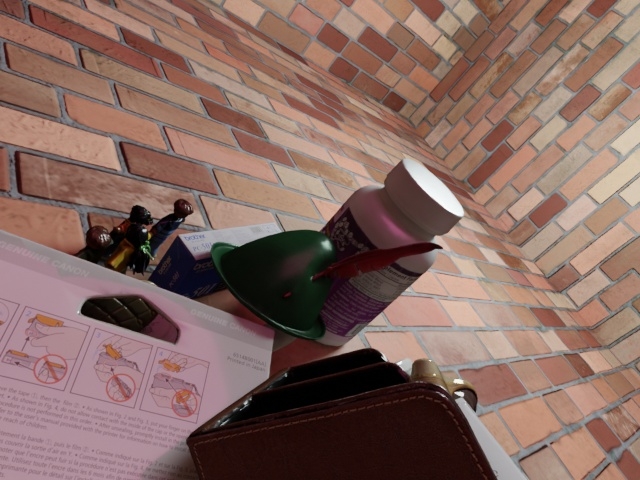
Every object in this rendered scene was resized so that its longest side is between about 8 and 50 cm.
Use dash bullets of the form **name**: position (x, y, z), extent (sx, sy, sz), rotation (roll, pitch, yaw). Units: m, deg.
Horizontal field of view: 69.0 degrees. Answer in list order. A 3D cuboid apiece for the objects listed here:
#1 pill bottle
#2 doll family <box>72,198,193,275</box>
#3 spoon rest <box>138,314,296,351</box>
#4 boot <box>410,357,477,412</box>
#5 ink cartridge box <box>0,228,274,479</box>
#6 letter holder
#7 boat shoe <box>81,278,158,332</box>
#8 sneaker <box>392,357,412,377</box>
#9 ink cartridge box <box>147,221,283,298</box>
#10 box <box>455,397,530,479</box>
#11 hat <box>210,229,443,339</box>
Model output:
- **pill bottle**: position (0.077, 0.020, 0.751), extent (0.169, 0.302, 0.169), rotation (32, 27, -19)
- **doll family**: position (-0.230, 0.000, 0.576), extent (0.076, 0.111, 0.193), rotation (36, 26, -11)
- **spoon rest**: position (-0.158, 0.117, 0.558), extent (0.276, 0.084, 0.137), rotation (4, 42, -33)
- **boot**: position (0.200, 0.319, 0.735), extent (0.248, 0.090, 0.207), rotation (43, 38, -46)
- **ink cartridge box**: position (-0.187, 0.154, 0.377), extent (0.296, 0.066, 0.261), rotation (26, 43, -24)
- **letter holder**: position (0.067, 0.246, 0.360), extent (0.152, 0.214, 0.302), rotation (-11, 81, -66)
- **boat shoe**: position (-0.242, 0.076, 0.441), extent (0.177, 0.064, 0.060), rotation (-23, 27, -33)
- **sneaker**: position (0.089, 0.247, 0.699), extent (0.212, 0.080, 0.094), rotation (-13, 72, -53)
- **ink cartridge box**: position (-0.140, 0.029, 0.674), extent (0.046, 0.097, 0.207), rotation (49, 26, 16)
- **box**: position (0.202, 0.350, 0.455), extent (0.232, 0.058, 0.323), rotation (-52, 123, -89)
- **hat**: position (0.000, 0.000, 0.573), extent (0.173, 0.184, 0.208), rotation (47, 12, 30)
